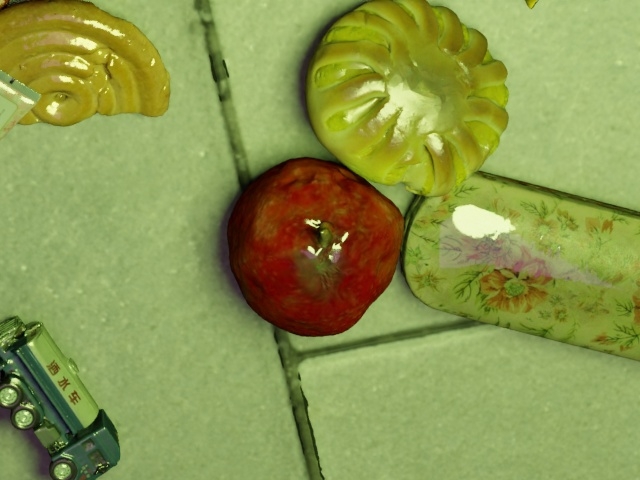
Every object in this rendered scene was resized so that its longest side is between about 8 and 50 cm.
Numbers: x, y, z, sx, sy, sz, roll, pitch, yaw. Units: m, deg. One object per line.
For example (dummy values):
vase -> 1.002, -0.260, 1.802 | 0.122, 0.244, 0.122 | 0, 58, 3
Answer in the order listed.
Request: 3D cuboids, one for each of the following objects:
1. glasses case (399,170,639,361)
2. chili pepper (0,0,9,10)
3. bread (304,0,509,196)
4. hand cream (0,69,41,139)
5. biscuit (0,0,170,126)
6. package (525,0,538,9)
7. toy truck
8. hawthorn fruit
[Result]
glasses case -> 0.294, 0.037, 1.789 | 0.425, 0.098, 0.156 | 14, 104, -9
chili pepper -> -0.338, -0.301, 1.654 | 0.045, 0.027, 0.178 | -6, 112, -6
bread -> 0.093, -0.149, 1.680 | 0.213, 0.105, 0.213 | 1, 87, -12
hand cream -> -0.376, -0.094, 1.711 | 0.067, 0.043, 0.209 | 34, 114, -24
biscuit -> -0.264, -0.179, 1.688 | 0.224, 0.033, 0.144 | 1, 128, -6
package -> 0.269, -0.272, 1.682 | 0.131, 0.071, 0.047 | -5, 117, 0
toy truck -> -0.296, 0.174, 1.824 | 0.088, 0.074, 0.201 | -31, 110, -1
hawthorn fruit -> 0.000, 0.000, 1.696 | 0.190, 0.251, 0.189 | 1, 85, -12
